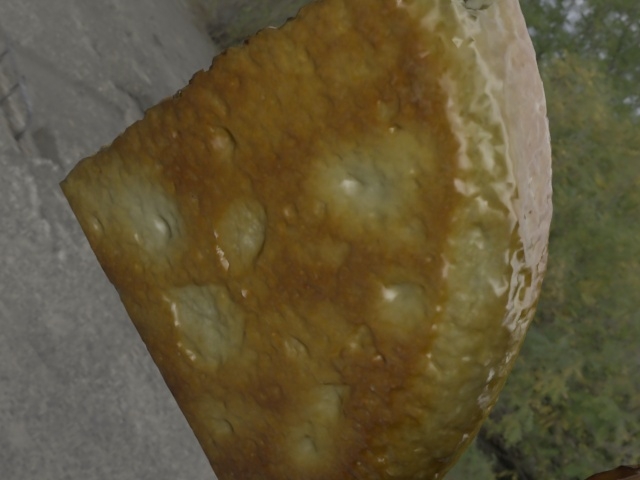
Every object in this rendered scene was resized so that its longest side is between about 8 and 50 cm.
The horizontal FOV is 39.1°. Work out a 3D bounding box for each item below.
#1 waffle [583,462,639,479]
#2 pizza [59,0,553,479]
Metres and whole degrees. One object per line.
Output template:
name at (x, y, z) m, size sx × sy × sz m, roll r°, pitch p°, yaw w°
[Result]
waffle at (0.146, 0.178, 0.379) m, size 0.213 × 0.307 × 0.091 m, roll 50°, pitch 28°, yaw -40°
pizza at (0.023, 0.025, 0.445) m, size 0.087 × 0.257 × 0.269 m, roll -30°, pitch 96°, yaw -54°
